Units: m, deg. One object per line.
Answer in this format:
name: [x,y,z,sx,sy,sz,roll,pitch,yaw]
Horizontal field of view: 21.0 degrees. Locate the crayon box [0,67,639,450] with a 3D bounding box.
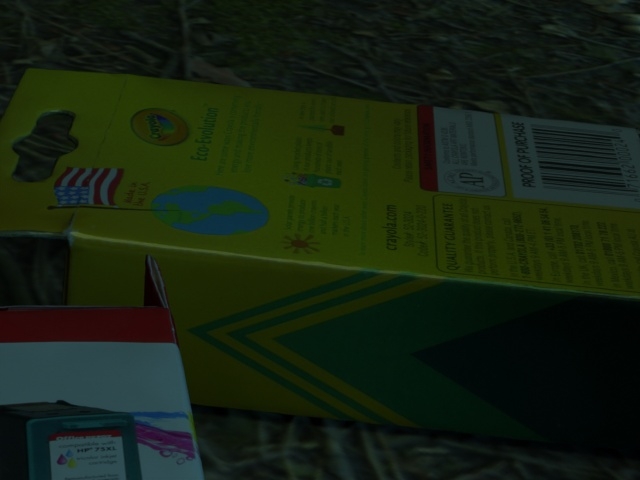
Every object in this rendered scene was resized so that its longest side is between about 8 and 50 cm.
crayon box: [0.000,0.000,0.815,0.318,0.081,0.202,7,26,0]

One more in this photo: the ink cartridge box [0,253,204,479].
ink cartridge box: [-0.077,0.110,0.516,0.078,0.134,0.231,0,26,-11]
